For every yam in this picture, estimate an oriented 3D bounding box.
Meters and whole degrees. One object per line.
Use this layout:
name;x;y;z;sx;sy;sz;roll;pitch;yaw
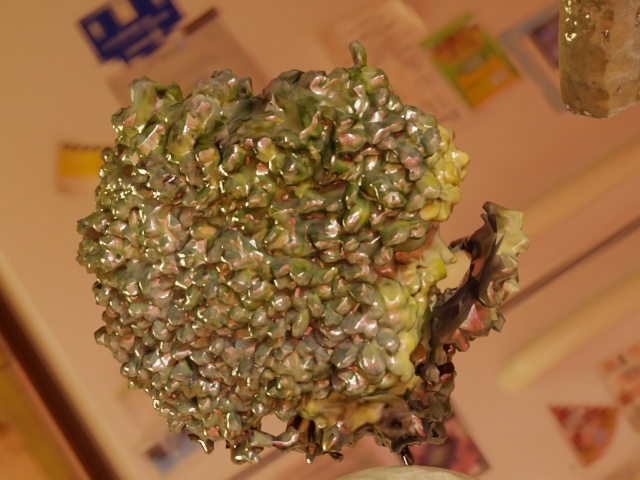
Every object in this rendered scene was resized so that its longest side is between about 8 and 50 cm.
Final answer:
yam;0.213;-0.179;1.347;0.078;0.078;0.179;-27;132;-27

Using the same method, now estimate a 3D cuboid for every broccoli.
broccoli;-0.013;0.012;1.368;0.272;0.334;0.324;-32;-155;-27

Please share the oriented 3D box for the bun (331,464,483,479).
bun;0.062;0.347;1.289;0.364;0.364;0.202;-36;177;10
